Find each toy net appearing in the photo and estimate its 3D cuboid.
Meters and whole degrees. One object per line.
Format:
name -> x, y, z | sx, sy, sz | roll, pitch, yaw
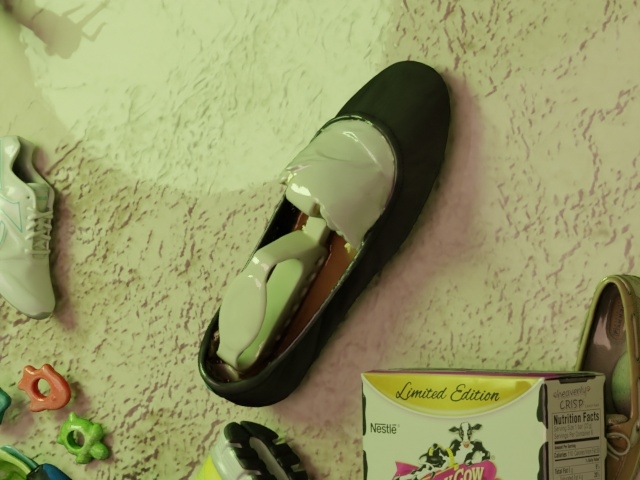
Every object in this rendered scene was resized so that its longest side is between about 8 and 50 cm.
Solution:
toy net -> -0.277, 0.117, 1.402 | 0.232, 0.045, 0.122 | 45, 111, 8

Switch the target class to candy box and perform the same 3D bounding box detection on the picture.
candy box -> 0.107, 0.201, 1.186 | 0.159, 0.071, 0.233 | -3, 86, 44

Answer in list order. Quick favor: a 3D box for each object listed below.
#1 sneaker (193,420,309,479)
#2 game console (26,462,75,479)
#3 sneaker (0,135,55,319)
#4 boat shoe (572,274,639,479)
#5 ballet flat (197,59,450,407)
sneaker -> -0.025, 0.234, 1.280 | 0.094, 0.081, 0.208 | -46, 63, 27
game console -> -0.165, 0.340, 1.296 | 0.173, 0.250, 0.293 | -34, 72, -6
sneaker -> -0.235, -0.012, 1.404 | 0.061, 0.054, 0.152 | -27, 76, 21
boat shoe -> 0.187, 0.098, 1.183 | 0.056, 0.048, 0.153 | 13, 94, 27
ballet flat -> 0.000, 0.000, 1.257 | 0.095, 0.096, 0.280 | 33, 103, 25
